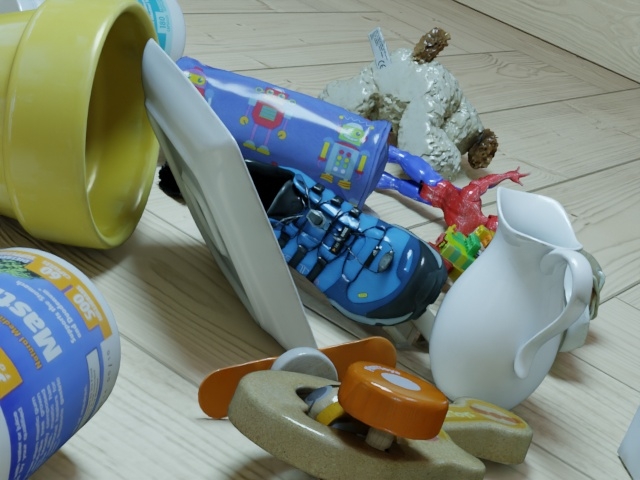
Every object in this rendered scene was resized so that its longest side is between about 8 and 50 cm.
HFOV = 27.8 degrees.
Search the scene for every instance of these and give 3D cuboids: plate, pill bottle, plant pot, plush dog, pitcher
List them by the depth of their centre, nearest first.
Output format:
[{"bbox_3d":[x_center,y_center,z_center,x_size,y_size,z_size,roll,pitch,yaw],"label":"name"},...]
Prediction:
[{"bbox_3d":[-0.255,0.111,0.869,0.152,0.152,0.272,23,21,8],"label":"pill bottle"},{"bbox_3d":[0.191,0.076,1.261,0.125,0.207,0.178,12,23,-18],"label":"pitcher"},{"bbox_3d":[-0.100,-0.034,1.284,0.045,0.277,0.278,-26,35,-10],"label":"plate"},{"bbox_3d":[-0.309,-0.127,1.318,0.239,0.254,0.254,6,19,10],"label":"plant pot"},{"bbox_3d":[-0.328,-0.292,1.800,0.264,0.146,0.146,-5,31,-46],"label":"pill bottle"},{"bbox_3d":[0.160,-0.200,1.978,0.262,0.211,0.225,31,1,28],"label":"plush dog"}]

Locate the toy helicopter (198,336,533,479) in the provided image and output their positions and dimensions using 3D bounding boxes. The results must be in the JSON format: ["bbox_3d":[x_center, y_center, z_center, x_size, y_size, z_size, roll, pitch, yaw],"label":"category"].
[{"bbox_3d":[0.057,0.158,1.112,0.235,0.140,0.355,25,9,39],"label":"toy helicopter"}]

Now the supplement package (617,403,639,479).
[{"bbox_3d":[0.461,0.196,1.209,0.262,0.199,0.198,14,21,-14],"label":"supplement package"}]

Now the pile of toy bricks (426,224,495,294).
[{"bbox_3d":[0.172,0.024,1.477,0.105,0.118,0.212,34,17,-14],"label":"pile of toy bricks"}]

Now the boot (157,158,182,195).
[{"bbox_3d":[-0.130,-0.066,1.559,0.099,0.045,0.121,0,21,-46],"label":"boot"}]

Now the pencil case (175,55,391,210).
[{"bbox_3d":[-0.064,-0.135,1.636,0.306,0.119,0.133,19,-24,5],"label":"pencil case"}]

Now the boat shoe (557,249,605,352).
[{"bbox_3d":[0.286,0.050,1.539,0.103,0.113,0.302,11,21,-6],"label":"boat shoe"}]

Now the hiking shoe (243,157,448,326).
[{"bbox_3d":[0.000,0.000,1.369,0.304,0.113,0.132,25,-8,46],"label":"hiking shoe"}]

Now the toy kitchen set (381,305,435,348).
[{"bbox_3d":[0.088,0.089,1.399,0.068,0.075,0.083,50,50,-23],"label":"toy kitchen set"}]

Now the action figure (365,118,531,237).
[{"bbox_3d":[0.170,-0.082,1.785,0.139,0.091,0.280,-14,38,-41],"label":"action figure"}]

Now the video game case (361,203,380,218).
[{"bbox_3d":[-0.023,-0.060,1.672,0.157,0.019,0.143,1,27,-37],"label":"video game case"}]
